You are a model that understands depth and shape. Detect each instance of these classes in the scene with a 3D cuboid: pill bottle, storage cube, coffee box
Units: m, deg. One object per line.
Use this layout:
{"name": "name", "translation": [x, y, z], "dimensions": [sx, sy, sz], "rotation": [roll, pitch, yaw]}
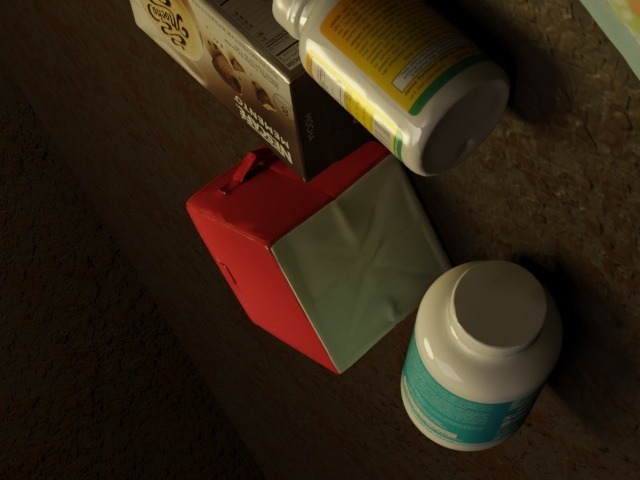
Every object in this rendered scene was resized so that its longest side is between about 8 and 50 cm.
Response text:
{"name": "pill bottle", "translation": [0.056, -0.163, 1.361], "dimensions": [0.208, 0.117, 0.117], "rotation": [45, 162, 24]}
{"name": "pill bottle", "translation": [0.163, 0.112, 1.583], "dimensions": [0.146, 0.146, 0.264], "rotation": [48, 163, 16]}
{"name": "storage cube", "translation": [0.000, 0.000, 1.725], "dimensions": [0.193, 0.184, 0.215], "rotation": [26, 149, 55]}
{"name": "coffee box", "translation": [-0.070, -0.221, 1.574], "dimensions": [0.297, 0.119, 0.168], "rotation": [44, 160, 27]}

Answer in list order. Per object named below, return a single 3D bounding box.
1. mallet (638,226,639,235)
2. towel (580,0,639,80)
{"name": "mallet", "translation": [0.316, 0.011, 1.174], "dimensions": [0.062, 0.039, 0.190], "rotation": [58, 158, -18]}
{"name": "towel", "translation": [0.214, -0.181, 0.746], "dimensions": [0.374, 0.090, 0.320], "rotation": [53, 163, -1]}
